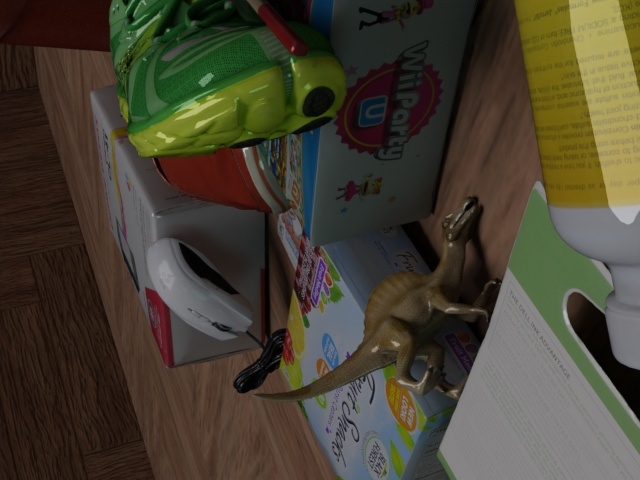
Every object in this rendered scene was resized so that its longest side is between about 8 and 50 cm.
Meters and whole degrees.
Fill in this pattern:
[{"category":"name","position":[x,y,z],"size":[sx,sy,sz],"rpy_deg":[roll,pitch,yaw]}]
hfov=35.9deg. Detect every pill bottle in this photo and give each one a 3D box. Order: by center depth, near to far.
[{"category":"pill bottle","position":[0.125,-0.052,0.343],"size":[0.103,0.103,0.184],"rpy_deg":[-172,71,-70]}]

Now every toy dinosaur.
[{"category":"toy dinosaur","position":[0.053,0.060,0.607],"size":[0.092,0.183,0.053],"rpy_deg":[42,177,43]}]

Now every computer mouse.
[{"category":"computer mouse","position":[-0.111,0.077,1.022],"size":[0.193,0.042,0.106],"rpy_deg":[44,127,-14]}]

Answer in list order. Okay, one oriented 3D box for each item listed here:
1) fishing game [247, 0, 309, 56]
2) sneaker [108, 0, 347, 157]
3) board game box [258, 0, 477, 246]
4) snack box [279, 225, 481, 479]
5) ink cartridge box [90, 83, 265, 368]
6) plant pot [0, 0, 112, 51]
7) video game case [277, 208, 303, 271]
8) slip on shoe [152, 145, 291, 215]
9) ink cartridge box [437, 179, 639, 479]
[{"category":"fishing game","position":[0.020,-0.222,0.433],"size":[0.189,0.041,0.264],"rpy_deg":[54,127,47]},{"category":"sneaker","position":[-0.077,-0.120,0.583],"size":[0.295,0.109,0.123],"rpy_deg":[-149,48,-64]},{"category":"board game box","position":[-0.012,-0.184,0.670],"size":[0.224,0.098,0.303],"rpy_deg":[97,152,-46]},{"category":"snack box","position":[0.042,0.099,0.731],"size":[0.174,0.070,0.207],"rpy_deg":[59,156,30]},{"category":"ink cartridge box","position":[-0.173,-0.032,1.189],"size":[0.306,0.131,0.226],"rpy_deg":[-128,30,-49]},{"category":"plant pot","position":[-0.218,-0.277,0.853],"size":[0.272,0.265,0.272],"rpy_deg":[-4,85,49]},{"category":"video game case","position":[0.000,0.000,0.877],"size":[0.143,0.019,0.157],"rpy_deg":[100,151,-49]},{"category":"slip on shoe","position":[-0.094,-0.078,0.894],"size":[0.331,0.101,0.123],"rpy_deg":[-158,52,-73]},{"category":"ink cartridge box","position":[0.138,0.105,0.491],"size":[0.235,0.056,0.171],"rpy_deg":[101,150,-44]}]
